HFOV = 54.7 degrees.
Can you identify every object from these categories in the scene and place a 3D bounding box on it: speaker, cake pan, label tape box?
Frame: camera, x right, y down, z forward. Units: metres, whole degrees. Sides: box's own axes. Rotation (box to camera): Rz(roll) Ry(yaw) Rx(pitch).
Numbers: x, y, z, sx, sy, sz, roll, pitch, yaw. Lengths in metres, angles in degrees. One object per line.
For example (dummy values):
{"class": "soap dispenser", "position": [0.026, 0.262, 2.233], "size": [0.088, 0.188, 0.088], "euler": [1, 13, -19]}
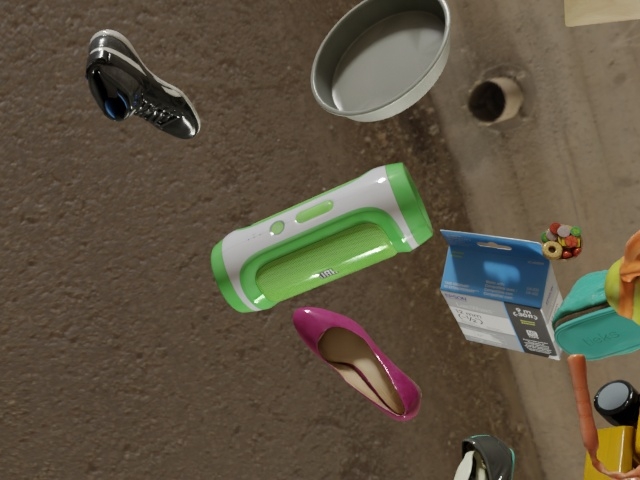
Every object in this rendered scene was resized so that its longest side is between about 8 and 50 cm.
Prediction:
{"class": "speaker", "position": [0.000, 0.000, 0.870], "size": [0.131, 0.296, 0.131], "euler": [59, 16, -28]}
{"class": "cake pan", "position": [0.116, -0.345, 1.163], "size": [0.054, 0.293, 0.293], "euler": [37, 55, -47]}
{"class": "label tape box", "position": [0.427, 0.131, 1.466], "size": [0.347, 0.249, 0.115], "euler": [53, 57, -42]}

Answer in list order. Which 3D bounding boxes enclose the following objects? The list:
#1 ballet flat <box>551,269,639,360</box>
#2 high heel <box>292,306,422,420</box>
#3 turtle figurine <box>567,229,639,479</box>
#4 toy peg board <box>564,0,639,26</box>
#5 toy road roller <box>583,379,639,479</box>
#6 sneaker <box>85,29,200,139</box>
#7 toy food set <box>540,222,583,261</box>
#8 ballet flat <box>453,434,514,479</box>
{"class": "ballet flat", "position": [0.291, 0.033, 0.483], "size": [0.083, 0.247, 0.087], "euler": [42, 58, -11]}
{"class": "high heel", "position": [0.075, 0.273, 1.439], "size": [0.127, 0.377, 0.181], "euler": [-61, 165, 5]}
{"class": "turtle figurine", "position": [0.227, 0.028, 0.275], "size": [0.087, 0.217, 0.269], "euler": [-17, 116, -54]}
{"class": "toy peg board", "position": [0.443, -0.413, 0.905], "size": [0.160, 0.161, 0.079], "euler": [63, 36, -46]}
{"class": "toy road roller", "position": [0.691, 0.431, 1.234], "size": [0.202, 0.240, 0.329], "euler": [43, 51, -14]}
{"class": "sneaker", "position": [-0.271, -0.201, 0.937], "size": [0.217, 0.079, 0.121], "euler": [44, 30, -40]}
{"class": "toy food set", "position": [0.498, 0.003, 1.277], "size": [0.020, 0.083, 0.082], "euler": [57, 38, -67]}
{"class": "ballet flat", "position": [0.238, 0.436, 0.948], "size": [0.096, 0.095, 0.280], "euler": [24, 53, -17]}
